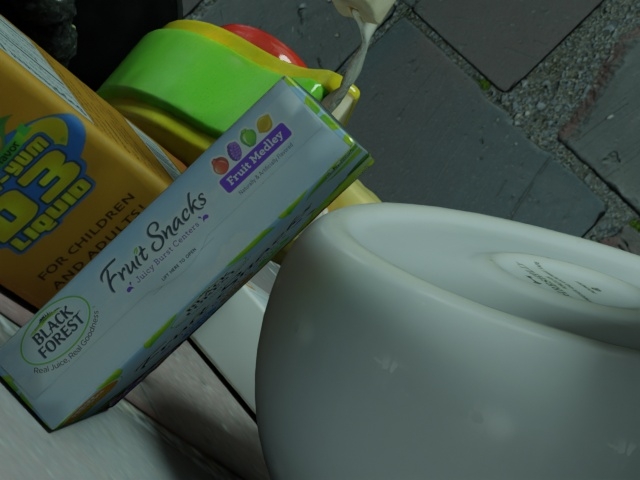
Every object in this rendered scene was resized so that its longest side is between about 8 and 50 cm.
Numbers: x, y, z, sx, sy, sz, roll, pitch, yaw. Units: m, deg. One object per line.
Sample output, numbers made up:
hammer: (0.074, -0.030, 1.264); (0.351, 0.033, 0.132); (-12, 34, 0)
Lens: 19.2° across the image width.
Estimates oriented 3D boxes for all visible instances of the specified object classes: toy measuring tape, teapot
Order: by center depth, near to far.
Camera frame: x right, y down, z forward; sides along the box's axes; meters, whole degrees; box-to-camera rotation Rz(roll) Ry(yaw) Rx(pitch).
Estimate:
teapot: (0.077, 0.101, 0.787); (0.252, 0.187, 0.256); (19, 13, 18)
toy measuring tape: (-0.045, -0.072, 0.879); (0.121, 0.121, 0.330); (46, -22, 7)

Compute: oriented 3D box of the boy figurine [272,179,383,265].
boy figurine: (0.000, 0.000, 1.129); (0.285, 0.092, 0.177); (29, -5, 20)

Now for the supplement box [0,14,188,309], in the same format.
supplement box: (-0.119, -0.030, 0.748); (0.080, 0.078, 0.233); (51, 6, 37)

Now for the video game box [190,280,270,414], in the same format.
video game box: (0.028, 0.117, 1.040); (0.205, 0.048, 0.187); (47, 6, 28)

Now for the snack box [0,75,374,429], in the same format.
snack box: (-0.046, 0.005, 0.680); (0.037, 0.141, 0.100); (47, 4, 6)

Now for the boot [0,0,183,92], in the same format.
boot: (-0.160, -0.131, 0.932); (0.348, 0.131, 0.260); (30, 7, -41)
